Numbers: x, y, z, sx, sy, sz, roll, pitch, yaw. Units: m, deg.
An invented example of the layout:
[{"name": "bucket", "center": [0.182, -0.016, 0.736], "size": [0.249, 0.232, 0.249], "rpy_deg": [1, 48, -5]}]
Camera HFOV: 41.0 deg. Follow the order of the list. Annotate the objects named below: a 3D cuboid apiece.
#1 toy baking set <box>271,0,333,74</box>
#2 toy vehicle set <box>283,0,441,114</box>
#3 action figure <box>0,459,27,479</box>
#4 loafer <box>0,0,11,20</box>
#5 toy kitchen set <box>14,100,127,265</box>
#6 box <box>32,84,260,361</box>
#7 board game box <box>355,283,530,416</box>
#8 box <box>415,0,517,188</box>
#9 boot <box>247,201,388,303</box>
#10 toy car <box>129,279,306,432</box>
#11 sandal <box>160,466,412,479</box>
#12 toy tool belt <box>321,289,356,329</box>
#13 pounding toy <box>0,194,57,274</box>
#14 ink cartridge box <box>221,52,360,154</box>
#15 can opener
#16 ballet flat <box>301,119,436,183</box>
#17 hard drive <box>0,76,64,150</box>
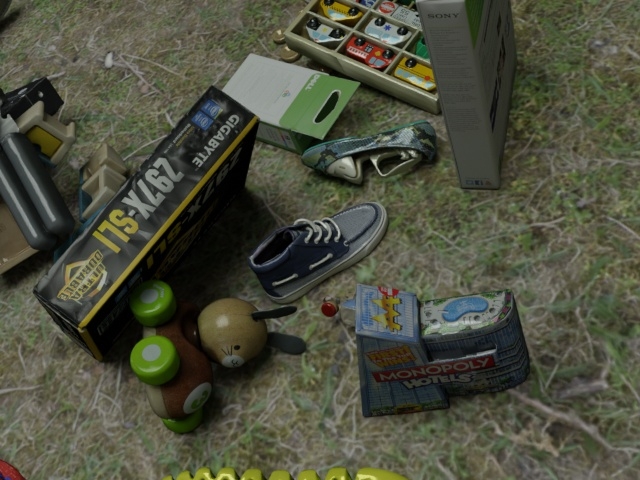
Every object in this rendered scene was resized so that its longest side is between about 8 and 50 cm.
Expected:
[{"name": "toy baking set", "center": [0.028, -0.366, 1.364], "size": [0.197, 0.030, 0.256], "rpy_deg": [15, 63, 29]}, {"name": "toy vehicle set", "center": [0.101, -0.302, 1.257], "size": [0.267, 0.035, 0.166], "rpy_deg": [28, 70, 23]}, {"name": "action figure", "center": [-0.430, 0.279, 1.032], "size": [0.280, 0.139, 0.091], "rpy_deg": [32, 74, 33]}, {"name": "loafer", "center": [-0.682, -0.362, 1.599], "size": [0.111, 0.112, 0.319], "rpy_deg": [30, 79, 30]}, {"name": "toy kitchen set", "center": [-0.377, -0.068, 1.221], "size": [0.122, 0.166, 0.207], "rpy_deg": [-41, 38, 18]}, {"name": "box", "center": [-0.208, -0.012, 1.070], "size": [0.079, 0.257, 0.322], "rpy_deg": [36, 72, 3]}, {"name": "board game box", "center": [0.111, 0.111, 0.893], "size": [0.194, 0.194, 0.060], "rpy_deg": [-10, 54, 16]}, {"name": "box", "center": [0.186, -0.248, 1.033], "size": [0.059, 0.322, 0.232], "rpy_deg": [3, 57, 19]}, {"name": "boot", "center": [0.000, 0.000, 1.083], "size": [0.190, 0.086, 0.069], "rpy_deg": [-39, 52, -7]}, {"name": "toy car", "center": [-0.113, 0.126, 1.011], "size": [0.188, 0.155, 0.149], "rpy_deg": [-10, 53, -1]}, {"name": "sandal", "center": [-0.055, 0.308, 0.872], "size": [0.317, 0.126, 0.138], "rpy_deg": [-6, 59, 19]}, {"name": "toy tool belt", "center": [0.048, 0.080, 1.039], "size": [0.083, 0.052, 0.051], "rpy_deg": [11, 30, 24]}, {"name": "pounding toy", "center": [-0.485, -0.024, 1.265], "size": [0.141, 0.130, 0.100], "rpy_deg": [-32, 16, -2]}, {"name": "ink cartridge box", "center": [-0.044, -0.195, 1.253], "size": [0.209, 0.062, 0.109], "rpy_deg": [21, 67, 32]}, {"name": "can opener", "center": [-0.436, -0.113, 1.172], "size": [0.074, 0.093, 0.280], "rpy_deg": [-37, 80, 18]}, {"name": "ballet flat", "center": [0.064, -0.111, 1.154], "size": [0.188, 0.070, 0.070], "rpy_deg": [-14, 53, 16]}, {"name": "hard drive", "center": [-0.568, -0.117, 1.312], "size": [0.237, 0.064, 0.339], "rpy_deg": [-14, 30, 29]}]
